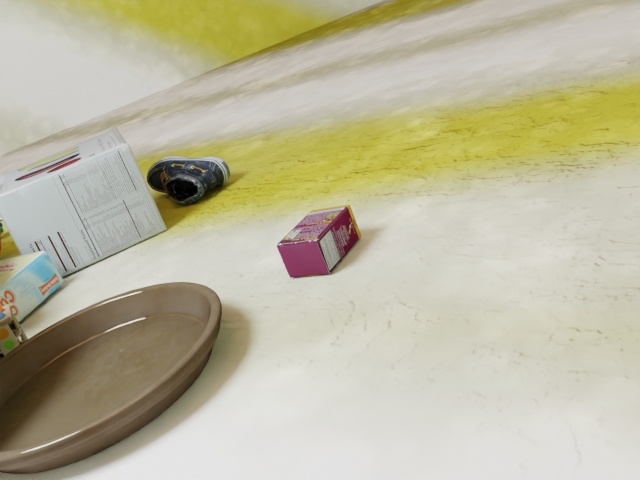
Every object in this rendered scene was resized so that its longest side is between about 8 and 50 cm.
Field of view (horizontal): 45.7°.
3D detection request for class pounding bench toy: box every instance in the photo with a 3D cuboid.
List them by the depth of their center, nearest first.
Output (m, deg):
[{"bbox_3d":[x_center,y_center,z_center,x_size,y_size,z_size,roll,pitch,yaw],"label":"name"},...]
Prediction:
[{"bbox_3d":[-0.377,0.109,0.888,0.052,0.065,0.083,-28,22,-17],"label":"pounding bench toy"}]

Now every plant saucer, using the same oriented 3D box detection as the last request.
[{"bbox_3d":[-0.218,0.127,0.731,0.278,0.041,0.278,-19,21,8],"label":"plant saucer"}]

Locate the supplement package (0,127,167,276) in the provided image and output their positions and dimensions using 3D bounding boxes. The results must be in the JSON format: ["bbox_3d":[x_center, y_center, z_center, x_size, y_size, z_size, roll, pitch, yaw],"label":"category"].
[{"bbox_3d":[-0.372,-0.060,1.178,0.203,0.149,0.194,-25,21,-12],"label":"supplement package"}]

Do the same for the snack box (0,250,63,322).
[{"bbox_3d":[-0.539,0.107,1.057,0.322,0.060,0.187,-11,25,27],"label":"snack box"}]

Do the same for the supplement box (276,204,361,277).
[{"bbox_3d":[0.000,0.000,0.823,0.055,0.043,0.083,-6,25,34],"label":"supplement box"}]

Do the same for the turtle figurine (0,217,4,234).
[{"bbox_3d":[-0.708,-0.027,1.479,0.175,0.118,0.234,21,28,-3],"label":"turtle figurine"}]

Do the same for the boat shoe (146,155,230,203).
[{"bbox_3d":[-0.243,-0.100,1.265,0.183,0.065,0.083,-4,26,37],"label":"boat shoe"}]
